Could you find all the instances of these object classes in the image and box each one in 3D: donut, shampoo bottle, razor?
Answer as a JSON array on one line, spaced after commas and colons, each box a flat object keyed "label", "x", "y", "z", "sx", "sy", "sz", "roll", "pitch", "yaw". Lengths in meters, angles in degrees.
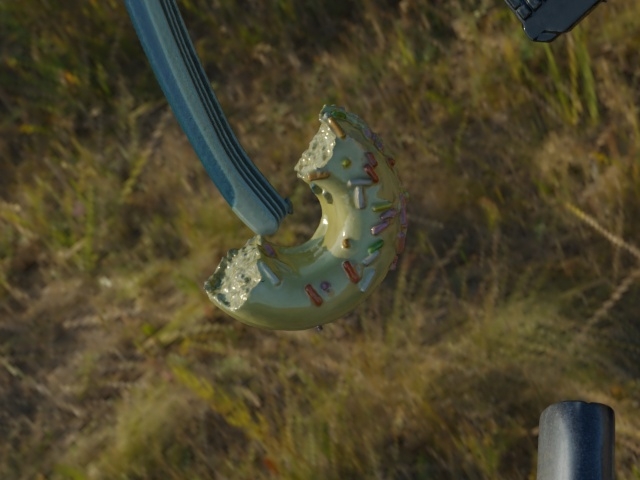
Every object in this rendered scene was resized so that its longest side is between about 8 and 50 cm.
[{"label": "donut", "x": 0.005, "y": 0.000, "z": 1.071, "sx": 0.166, "sy": 0.108, "sz": 0.065, "roll": -57, "pitch": 13, "yaw": 6}, {"label": "shampoo bottle", "x": 0.163, "y": 0.224, "z": 1.003, "sx": 0.049, "sy": 0.087, "sz": 0.233, "roll": 6, "pitch": 71, "yaw": -2}, {"label": "razor", "x": -0.057, "y": -0.087, "z": 0.632, "sx": 0.037, "sy": 0.191, "sz": 0.068, "roll": -9, "pitch": 24, "yaw": 21}]

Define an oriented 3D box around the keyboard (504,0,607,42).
[{"label": "keyboard", "x": 0.230, "y": -0.263, "z": 1.161, "sx": 0.262, "sy": 0.016, "sz": 0.106, "roll": -43, "pitch": 78, "yaw": 28}]
